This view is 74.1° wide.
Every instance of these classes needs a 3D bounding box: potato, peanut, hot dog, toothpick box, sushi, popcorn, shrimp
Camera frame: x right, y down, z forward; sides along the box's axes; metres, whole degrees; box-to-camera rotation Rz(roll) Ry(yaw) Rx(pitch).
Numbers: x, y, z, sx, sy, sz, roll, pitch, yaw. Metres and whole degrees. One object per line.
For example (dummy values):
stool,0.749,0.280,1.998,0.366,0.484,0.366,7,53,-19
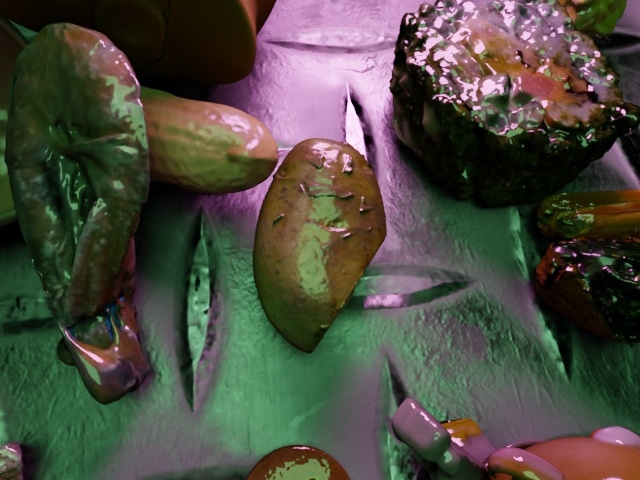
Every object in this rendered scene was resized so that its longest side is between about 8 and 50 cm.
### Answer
potato,0.000,0.000,0.574,0.176,0.141,0.297,8,75,2
peanut,-0.208,-0.145,0.604,0.319,0.147,0.147,11,66,13
hot dog,0.464,-0.039,0.648,0.269,0.072,0.115,-3,30,0
toothpick box,-0.239,-0.460,0.605,0.410,0.409,0.424,2,69,-4
sushi,0.268,-0.234,0.674,0.294,0.178,0.351,-17,68,-10
popcorn,0.436,-0.466,0.769,0.181,0.216,0.235,-34,62,-13
sushi,0.425,0.067,0.573,0.288,0.140,0.148,4,60,-2
shrimp,-0.272,-0.034,0.508,0.221,0.110,0.445,-8,92,26

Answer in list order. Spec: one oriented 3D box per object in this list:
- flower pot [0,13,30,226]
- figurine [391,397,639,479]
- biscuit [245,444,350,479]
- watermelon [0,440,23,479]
flower pot,-0.520,-0.152,0.520,0.244,0.307,0.307,-1,66,11
figurine,0.225,0.259,0.396,0.343,0.285,0.166,8,68,1
biscuit,0.001,0.349,0.475,0.180,0.039,0.236,-34,71,-16
watermelon,-0.427,0.300,0.442,0.241,0.094,0.154,-30,79,-19
